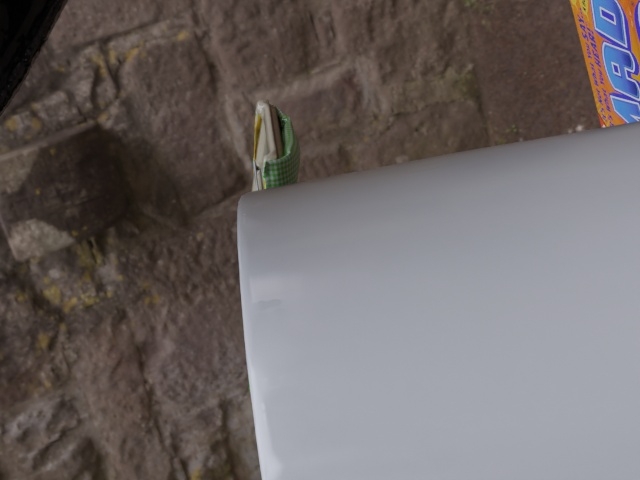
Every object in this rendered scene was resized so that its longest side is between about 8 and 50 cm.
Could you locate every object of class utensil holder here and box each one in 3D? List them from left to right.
[{"bbox_3d":[0.163,0.087,0.458,0.327,0.385,0.327,172,90,-88],"label":"utensil holder"}]

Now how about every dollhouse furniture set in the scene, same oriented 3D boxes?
[{"bbox_3d":[0.000,0.000,0.829,0.301,0.151,0.197,-102,19,-53],"label":"dollhouse furniture set"}]

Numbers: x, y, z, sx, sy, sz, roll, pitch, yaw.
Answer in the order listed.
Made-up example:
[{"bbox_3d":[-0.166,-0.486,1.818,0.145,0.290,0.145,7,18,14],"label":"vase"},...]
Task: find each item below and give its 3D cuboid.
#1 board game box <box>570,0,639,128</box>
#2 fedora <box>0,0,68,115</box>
[{"bbox_3d":[0.633,-0.307,1.099,0.356,0.356,0.356,63,180,-29],"label":"board game box"},{"bbox_3d":[-0.209,-0.165,0.342,0.152,0.334,0.334,28,172,-11],"label":"fedora"}]
